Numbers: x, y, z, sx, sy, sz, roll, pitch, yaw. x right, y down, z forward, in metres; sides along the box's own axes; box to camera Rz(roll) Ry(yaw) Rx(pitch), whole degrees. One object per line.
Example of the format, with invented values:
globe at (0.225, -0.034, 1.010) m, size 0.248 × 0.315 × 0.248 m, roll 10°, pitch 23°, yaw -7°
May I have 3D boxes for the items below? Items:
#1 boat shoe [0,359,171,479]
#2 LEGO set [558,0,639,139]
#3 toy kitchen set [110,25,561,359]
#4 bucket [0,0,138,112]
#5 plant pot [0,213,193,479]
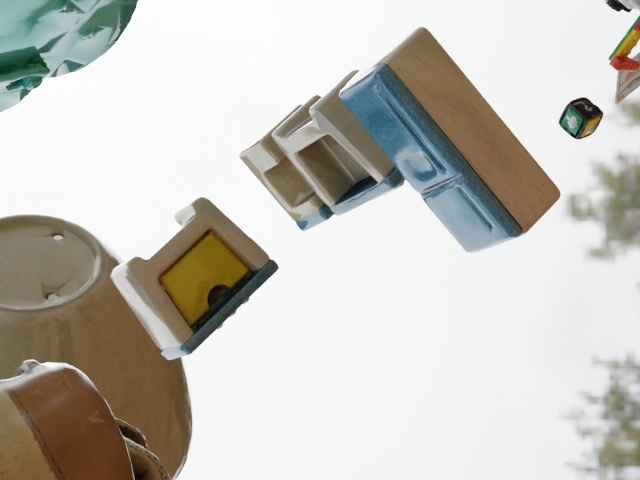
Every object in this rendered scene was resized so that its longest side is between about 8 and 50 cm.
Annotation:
boat shoe at (-0.106, 0.129, 0.677) m, size 0.122 × 0.120 × 0.324 m, roll 58°, pitch 168°, yaw 14°
LEGO set at (0.270, -0.164, 1.231) m, size 0.244 × 0.060 × 0.182 m, roll -38°, pitch -25°, yaw -13°
toy kitchen set at (0.000, 0.000, 1.001) m, size 0.166 × 0.207 × 0.122 m, roll -44°, pitch -82°, yaw -25°
bucket at (-0.189, -0.186, 0.671) m, size 0.183 × 0.281 × 0.281 m, roll 48°, pitch -138°, yaw -84°
plant pot at (-0.246, 0.091, 1.488) m, size 0.284 × 0.284 × 0.191 m, roll -54°, pitch -23°, yaw -47°
